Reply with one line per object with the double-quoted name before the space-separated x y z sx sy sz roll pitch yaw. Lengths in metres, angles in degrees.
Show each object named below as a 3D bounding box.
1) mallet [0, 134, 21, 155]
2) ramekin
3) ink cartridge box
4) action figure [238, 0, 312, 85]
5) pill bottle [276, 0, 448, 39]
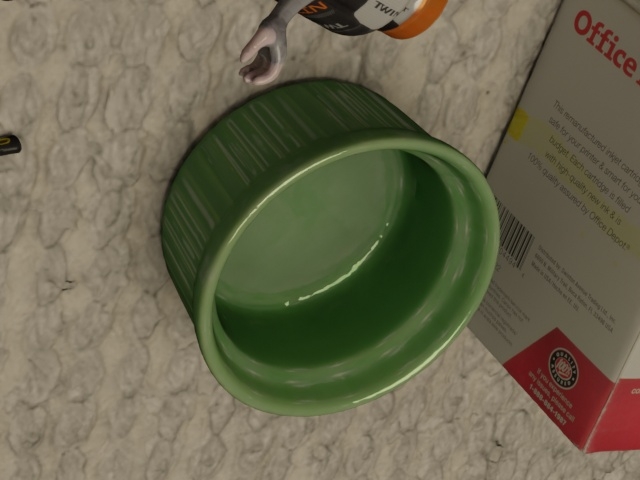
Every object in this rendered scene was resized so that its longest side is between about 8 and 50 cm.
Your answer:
"mallet" -0.344 -0.066 1.516 0.189 0.062 0.039 -21 135 -36
"ramekin" 0.000 0.000 1.687 0.303 0.148 0.303 -16 130 -20
"ink cartridge box" 0.306 -0.030 1.757 0.160 0.279 0.385 3 122 -33
"action figure" -0.005 -0.291 1.288 0.275 0.370 0.248 -31 139 -28
"pill bottle" 0.001 -0.251 1.511 0.245 0.130 0.130 24 109 -40
